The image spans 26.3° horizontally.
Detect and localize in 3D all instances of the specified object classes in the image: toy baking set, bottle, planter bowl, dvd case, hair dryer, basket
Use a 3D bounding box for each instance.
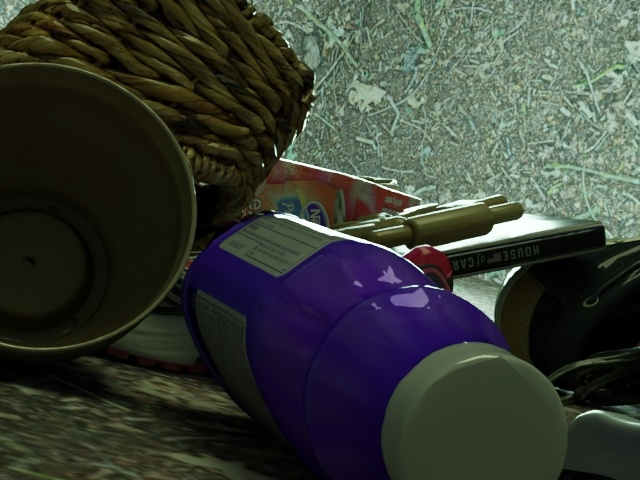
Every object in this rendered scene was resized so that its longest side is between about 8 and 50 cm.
[{"bbox_3d":[0.053,-0.005,1.248,0.256,0.030,0.197,-13,4,-35],"label":"toy baking set"},{"bbox_3d":[0.016,0.056,0.617,0.118,0.092,0.283,58,-12,-15],"label":"bottle"},{"bbox_3d":[-0.157,-0.002,0.753,0.162,0.162,0.109,14,-24,-11],"label":"planter bowl"},{"bbox_3d":[0.117,0.010,1.267,0.239,0.029,0.179,-9,6,-13],"label":"dvd case"},{"bbox_3d":[0.303,0.044,1.025,0.294,0.080,0.224,-16,-7,-31],"label":"hair dryer"},{"bbox_3d":[-0.173,-0.048,0.958,0.213,0.223,0.299,49,-39,-16],"label":"basket"}]

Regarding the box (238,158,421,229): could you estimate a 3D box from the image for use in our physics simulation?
[{"bbox_3d":[0.000,0.000,1.514,0.142,0.154,0.300,15,1,16],"label":"box"}]

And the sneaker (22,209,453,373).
[{"bbox_3d":[-0.062,0.029,0.878,0.299,0.112,0.121,13,2,-3],"label":"sneaker"}]

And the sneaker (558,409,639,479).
[{"bbox_3d":[0.200,0.120,0.602,0.121,0.079,0.217,12,1,-14],"label":"sneaker"}]

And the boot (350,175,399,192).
[{"bbox_3d":[0.089,-0.002,1.888,0.213,0.165,0.077,11,4,-29],"label":"boot"}]

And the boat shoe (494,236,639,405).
[{"bbox_3d":[0.417,0.049,1.296,0.500,0.186,0.156,-12,19,-11],"label":"boat shoe"}]
